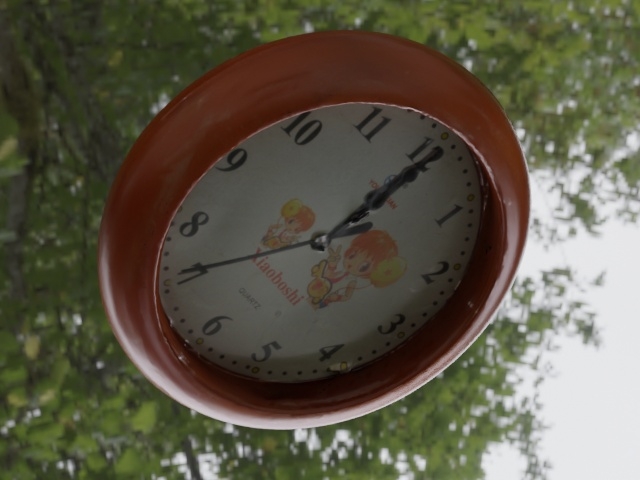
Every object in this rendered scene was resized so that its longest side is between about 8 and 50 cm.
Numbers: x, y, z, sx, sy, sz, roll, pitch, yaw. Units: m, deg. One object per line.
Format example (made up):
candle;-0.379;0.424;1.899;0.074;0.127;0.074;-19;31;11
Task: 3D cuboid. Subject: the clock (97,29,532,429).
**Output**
clock;0.000;0.000;0.625;0.205;0.205;0.051;-13;-144;-13
